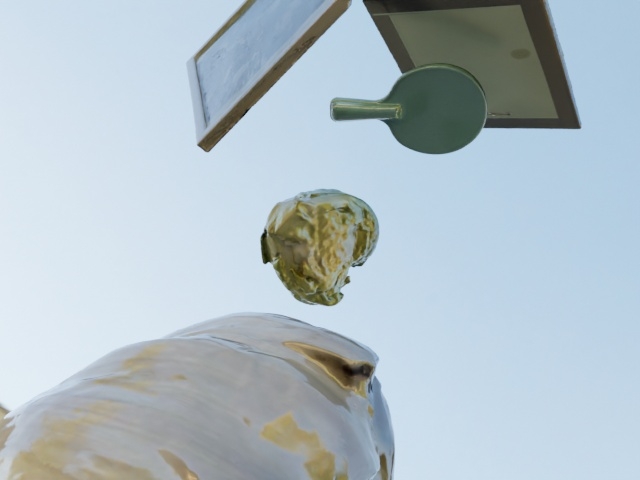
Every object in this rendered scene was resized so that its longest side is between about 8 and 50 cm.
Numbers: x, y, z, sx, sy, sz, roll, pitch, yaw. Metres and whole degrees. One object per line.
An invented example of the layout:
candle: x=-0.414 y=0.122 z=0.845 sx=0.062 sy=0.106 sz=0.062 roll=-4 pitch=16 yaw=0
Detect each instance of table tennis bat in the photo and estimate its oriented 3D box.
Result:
table tennis bat: x=0.132 y=-0.197 z=1.295 sx=0.237 sy=0.038 sz=0.149 roll=0 pitch=-54 yaw=4

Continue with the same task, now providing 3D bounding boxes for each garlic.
garlic: x=-0.078 y=0.191 z=0.512 sx=0.241 sy=0.322 sz=0.322 roll=43 pitch=-34 yaw=34

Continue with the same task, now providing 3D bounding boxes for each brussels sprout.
brussels sprout: x=-0.002 y=-0.002 z=1.000 sx=0.139 sy=0.100 sz=0.181 roll=-44 pitch=-46 yaw=3

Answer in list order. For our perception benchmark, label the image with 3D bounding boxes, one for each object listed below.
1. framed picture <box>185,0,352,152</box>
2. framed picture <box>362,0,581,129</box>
framed picture: x=-0.059 y=-0.211 z=0.872 sx=0.209 sy=0.281 sz=0.019 roll=-45 pitch=-64 yaw=11
framed picture: x=0.240 y=-0.268 z=1.306 sx=0.265 sy=0.016 sz=0.347 roll=4 pitch=-25 yaw=29
